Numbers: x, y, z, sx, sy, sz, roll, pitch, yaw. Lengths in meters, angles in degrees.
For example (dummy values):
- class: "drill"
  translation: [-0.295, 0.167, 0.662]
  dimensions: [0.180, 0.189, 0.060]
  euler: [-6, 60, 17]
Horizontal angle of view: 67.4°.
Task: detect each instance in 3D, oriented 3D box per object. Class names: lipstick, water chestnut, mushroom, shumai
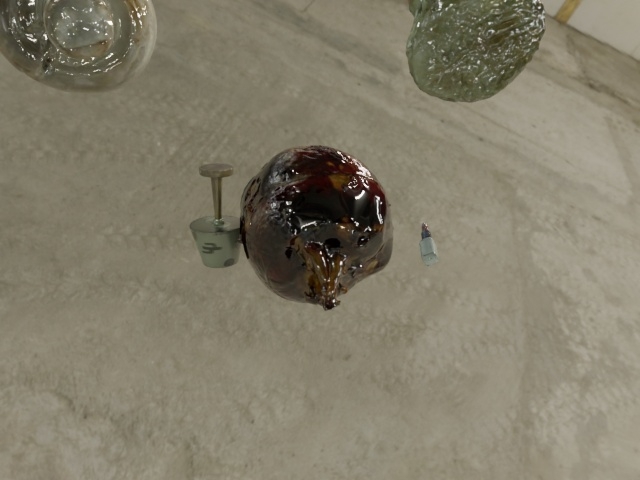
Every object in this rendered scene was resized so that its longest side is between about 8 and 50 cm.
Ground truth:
- class: "lipstick"
  translation: [0.194, 0.001, 0.869]
  dimensions: [0.025, 0.025, 0.107]
  euler: [54, 25, -28]
- class: "water chestnut"
  translation: [0.000, 0.000, 0.954]
  dimensions: [0.335, 0.335, 0.347]
  euler: [2, 39, -25]
- class: "mushroom"
  translation: [-0.364, -0.323, 0.704]
  dimensions: [0.243, 0.244, 0.244]
  euler: [14, 46, -15]
- class: "shumai"
  translation: [0.086, -0.136, 0.306]
  dimensions: [0.082, 0.083, 0.080]
  euler: [50, 14, -32]

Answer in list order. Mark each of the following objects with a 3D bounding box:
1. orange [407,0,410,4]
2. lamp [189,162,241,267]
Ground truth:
- class: "orange"
  translation: [0.300, -0.623, 1.115]
  dimensions: [0.223, 0.224, 0.170]
  euler: [-2, 74, -28]
- class: "lamp"
  translation: [-0.222, -0.053, 1.033]
  dimensions: [0.121, 0.215, 0.121]
  euler: [2, 22, -1]
